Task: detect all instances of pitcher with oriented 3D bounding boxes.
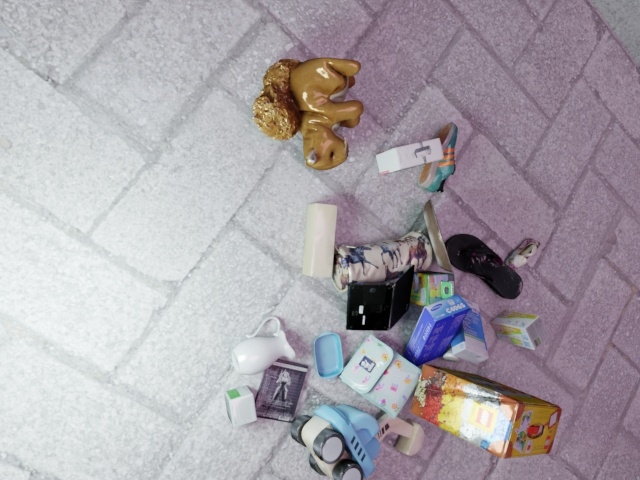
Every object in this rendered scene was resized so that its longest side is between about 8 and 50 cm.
[{"bbox_3d":[-0.216,0.377,1.601,0.207,0.125,0.178,-14,72,-29],"label":"pitcher"}]

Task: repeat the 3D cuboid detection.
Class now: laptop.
[{"bbox_3d":[0.231,0.220,1.722,0.264,0.136,0.234,0,122,1],"label":"laptop"}]

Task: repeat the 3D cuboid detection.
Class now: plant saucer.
[{"bbox_3d":[0.469,-0.014,1.804,0.050,0.310,0.310,-17,99,16],"label":"plant saucer"}]

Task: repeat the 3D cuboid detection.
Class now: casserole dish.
[{"bbox_3d":[0.026,0.444,1.734,0.114,0.037,0.188,-9,95,-22],"label":"casserole dish"}]

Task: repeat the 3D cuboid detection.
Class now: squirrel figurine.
[{"bbox_3d":[-0.047,-0.446,1.608,0.397,0.281,0.370,4,100,-8],"label":"squirrel figurine"}]

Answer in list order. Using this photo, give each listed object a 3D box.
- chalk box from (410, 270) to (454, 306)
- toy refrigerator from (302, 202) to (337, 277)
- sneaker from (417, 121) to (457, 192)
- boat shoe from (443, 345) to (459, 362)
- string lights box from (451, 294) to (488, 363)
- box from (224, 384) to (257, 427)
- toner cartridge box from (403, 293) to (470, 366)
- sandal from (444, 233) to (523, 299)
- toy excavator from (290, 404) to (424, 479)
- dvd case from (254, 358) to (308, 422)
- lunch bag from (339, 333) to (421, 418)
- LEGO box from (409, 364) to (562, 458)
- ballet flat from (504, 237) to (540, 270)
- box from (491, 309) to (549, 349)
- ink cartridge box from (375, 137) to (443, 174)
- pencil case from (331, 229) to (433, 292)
[{"bbox_3d":[0.455,0.196,1.811,0.132,0.213,0.132,0,89,-21],"label":"chalk box"},{"bbox_3d":[0.000,0.000,1.683,0.094,0.102,0.269,5,88,-22],"label":"toy refrigerator"},{"bbox_3d":[0.522,-0.346,1.896,0.121,0.108,0.302,24,90,-22],"label":"sneaker"},{"bbox_3d":[0.565,0.481,1.899,0.184,0.066,0.063,39,58,-58],"label":"boat shoe"},{"bbox_3d":[0.615,0.371,1.880,0.133,0.077,0.260,24,45,-20],"label":"string lights box"},{"bbox_3d":[-0.283,0.584,1.574,0.087,0.101,0.102,-9,94,-22],"label":"box"},{"bbox_3d":[0.454,0.367,1.773,0.165,0.075,0.348,-16,140,-23],"label":"toner cartridge box"},{"bbox_3d":[0.748,0.108,1.979,0.446,0.107,0.167,32,80,-14],"label":"sandal"},{"bbox_3d":[0.178,0.756,1.724,0.445,0.222,0.433,-35,105,-27],"label":"toy excavator"},{"bbox_3d":[-0.152,0.561,1.673,0.164,0.018,0.221,18,84,-20],"label":"dvd case"},{"bbox_3d":[0.235,0.528,1.759,0.262,0.160,0.223,37,81,0],"label":"lunch bag"},{"bbox_3d":[0.649,0.655,1.726,0.500,0.372,0.193,24,82,-43],"label":"LEGO box"},{"bbox_3d":[0.947,0.070,2.083,0.221,0.079,0.077,-42,108,-16],"label":"ballet flat"},{"bbox_3d":[0.889,0.395,1.996,0.103,0.203,0.114,-32,100,-19],"label":"box"},{"bbox_3d":[0.358,-0.337,1.794,0.218,0.158,0.092,-15,96,-22],"label":"ink cartridge box"},{"bbox_3d":[0.241,0.072,1.751,0.410,0.160,0.183,-12,101,-21],"label":"pencil case"}]
